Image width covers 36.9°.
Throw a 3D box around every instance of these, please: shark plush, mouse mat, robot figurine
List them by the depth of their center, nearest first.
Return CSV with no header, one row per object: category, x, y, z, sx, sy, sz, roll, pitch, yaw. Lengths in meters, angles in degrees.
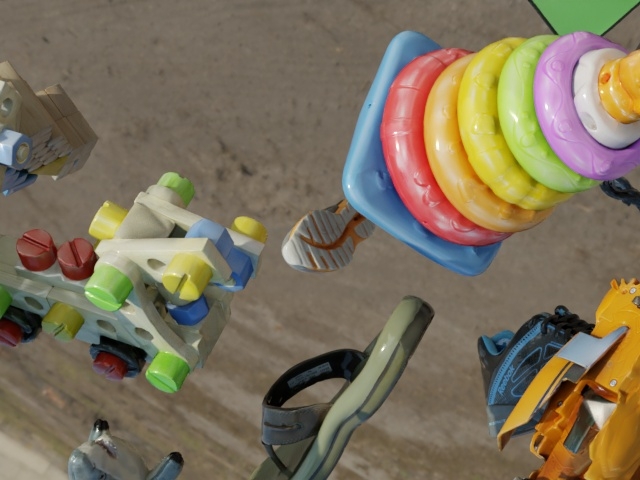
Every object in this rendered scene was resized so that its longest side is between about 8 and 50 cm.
robot figurine,0.184,0.183,0.658,0.211,0.291,0.085,37,176,-27
shark plush,-0.155,0.195,0.663,0.073,0.067,0.161,29,120,14
mouse mat,0.300,-0.306,1.010,0.152,0.189,0.007,44,-169,-25

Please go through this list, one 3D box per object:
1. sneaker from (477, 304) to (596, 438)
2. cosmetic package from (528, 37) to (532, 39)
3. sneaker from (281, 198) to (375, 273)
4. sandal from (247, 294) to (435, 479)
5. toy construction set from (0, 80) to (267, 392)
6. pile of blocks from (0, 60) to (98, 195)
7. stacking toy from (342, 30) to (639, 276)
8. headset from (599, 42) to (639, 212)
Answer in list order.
sneaker,0.288,0.139,1.107,0.125,0.140,0.341,-5,164,-31
cosmetic package,0.266,-0.214,1.404,0.117,0.231,0.086,11,128,58
sneaker,0.000,0.000,1.285,0.083,0.215,0.084,-21,93,29
sandal,-0.001,0.144,0.885,0.086,0.120,0.303,32,124,-1
toy construction set,-0.197,0.005,0.767,0.327,0.151,0.215,29,149,22
pile of blocks,-0.356,-0.125,1.017,0.113,0.149,0.362,54,-179,3
stacking toy,0.170,-0.091,0.686,0.165,0.175,0.302,30,156,-24
headset,0.553,-0.210,1.378,0.185,0.394,0.243,31,-156,-14
